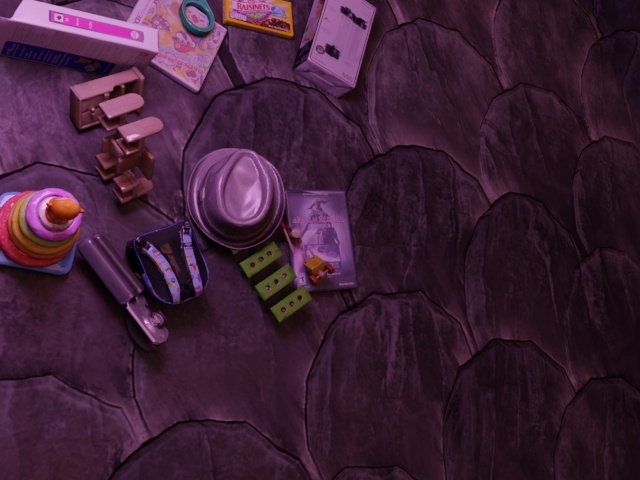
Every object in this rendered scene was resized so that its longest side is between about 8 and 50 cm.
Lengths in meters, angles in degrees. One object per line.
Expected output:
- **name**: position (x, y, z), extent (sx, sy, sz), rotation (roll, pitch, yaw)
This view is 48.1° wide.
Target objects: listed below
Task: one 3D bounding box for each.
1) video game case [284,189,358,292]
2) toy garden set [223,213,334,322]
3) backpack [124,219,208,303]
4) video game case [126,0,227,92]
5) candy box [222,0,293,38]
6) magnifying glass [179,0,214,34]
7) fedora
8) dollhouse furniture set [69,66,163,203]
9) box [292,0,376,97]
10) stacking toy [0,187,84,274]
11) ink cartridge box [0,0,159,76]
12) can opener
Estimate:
- **video game case**: position (0.000, 0.000, 1.924), extent (0.196, 0.026, 0.274), rotation (-2, 81, -34)
- **toy garden set**: position (-0.100, 0.053, 1.814), extent (0.204, 0.049, 0.244), rotation (-35, 94, -23)
- **backpack**: position (-0.343, 0.058, 1.625), extent (0.158, 0.117, 0.173), rotation (-24, 93, -35)
- **video game case**: position (-0.367, -0.511, 1.792), extent (0.227, 0.026, 0.206), rotation (31, 65, -25)
- **candy box**: position (-0.170, -0.619, 1.946), extent (0.206, 0.027, 0.105), rotation (3, 74, -33)
- **magnifying glass**: position (-0.320, -0.626, 1.826), extent (0.092, 0.026, 0.231), rotation (6, 65, -37)
- **fedora**: position (-0.193, -0.122, 1.728), extent (0.244, 0.124, 0.275), rotation (15, 69, -12)
- **dollhouse furniture set**: position (-0.421, -0.249, 1.591), extent (0.161, 0.212, 0.242), rotation (-28, 68, -33)
- **box**: position (0.043, -0.576, 2.041), extent (0.169, 0.087, 0.290), rotation (25, 67, -27)
- **stacking toy**: position (-0.534, -0.041, 1.409), extent (0.175, 0.302, 0.165), rotation (14, 72, -30)
- **ink cartridge box**: position (-0.555, -0.436, 1.558), extent (0.371, 0.176, 0.069), rotation (2, 78, -33)
- **can opener**: position (-0.439, 0.122, 1.569), extent (0.283, 0.095, 0.076), rotation (53, 18, -3)
